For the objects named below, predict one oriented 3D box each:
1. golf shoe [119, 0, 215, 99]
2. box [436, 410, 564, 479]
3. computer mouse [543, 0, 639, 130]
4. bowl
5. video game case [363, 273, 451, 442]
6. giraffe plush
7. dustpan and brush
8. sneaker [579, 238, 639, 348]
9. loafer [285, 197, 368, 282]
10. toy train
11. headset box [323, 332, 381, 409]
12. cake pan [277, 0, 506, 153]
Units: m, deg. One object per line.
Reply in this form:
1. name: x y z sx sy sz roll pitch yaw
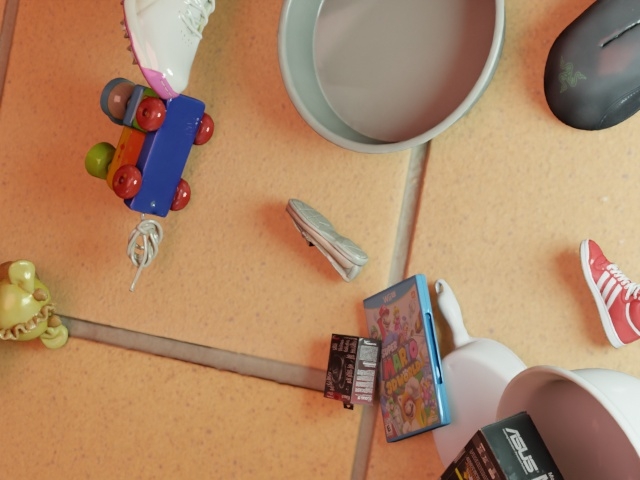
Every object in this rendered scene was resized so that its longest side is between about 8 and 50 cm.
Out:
1. golf shoe: -0.165 -0.313 1.962 0.140 0.115 0.306 -13 60 17
2. box: 0.209 0.333 1.621 0.270 0.060 0.216 63 155 22
3. computer mouse: 0.334 -0.226 1.698 0.272 0.072 0.188 -42 66 20
4. bowl: 0.304 0.245 1.590 0.298 0.134 0.298 45 144 46
5. video game case: 0.094 0.132 1.800 0.119 0.015 0.166 -30 65 57
6. giraffe plush: -0.423 0.084 2.082 0.170 0.181 0.210 -21 62 6
7. dustpan and brush: 0.161 0.138 1.776 0.147 0.060 0.211 -36 73 36
8. sneaker: 0.316 0.046 1.693 0.067 0.042 0.118 -24 80 31
9. loafer: 0.000 0.000 1.892 0.125 0.045 0.039 40 112 26
10. toy train: -0.241 -0.076 2.018 0.143 0.105 0.248 25 97 41
11. headset box: 0.035 0.150 1.843 0.062 0.032 0.083 2 85 60
12. cake pan: 0.086 -0.240 1.861 0.293 0.054 0.293 -4 82 31
